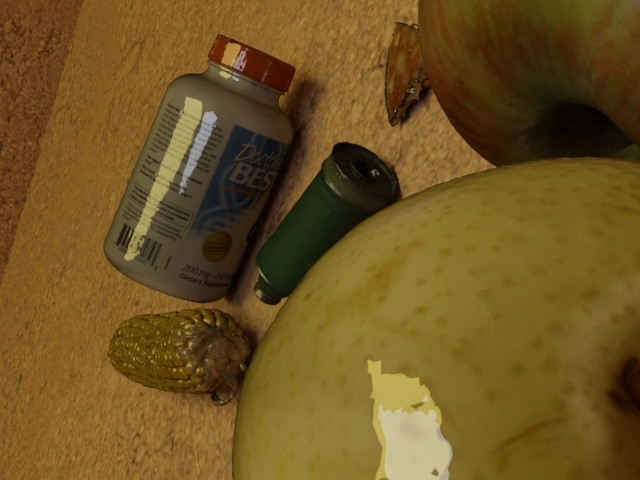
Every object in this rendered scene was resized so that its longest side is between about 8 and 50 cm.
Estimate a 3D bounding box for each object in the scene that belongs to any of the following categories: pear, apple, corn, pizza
[{"bbox_3d":[0.107,0.112,0.432,0.309,0.309,0.309,-37,44,45],"label":"pear"},{"bbox_3d":[0.189,-0.139,0.494,0.264,0.264,0.264,-37,44,45],"label":"apple"},{"bbox_3d":[-0.170,0.129,1.108,0.293,0.106,0.106,-8,66,61],"label":"corn"},{"bbox_3d":[0.087,-0.156,0.907,0.100,0.029,0.099,42,118,62],"label":"pizza"}]

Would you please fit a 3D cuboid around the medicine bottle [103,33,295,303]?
[{"bbox_3d":[-0.128,-0.085,1.092,0.288,0.157,0.157,-66,29,9],"label":"medicine bottle"}]

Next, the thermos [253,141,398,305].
[{"bbox_3d":[-0.002,-0.004,0.928,0.187,0.083,0.073,-51,13,34],"label":"thermos"}]
